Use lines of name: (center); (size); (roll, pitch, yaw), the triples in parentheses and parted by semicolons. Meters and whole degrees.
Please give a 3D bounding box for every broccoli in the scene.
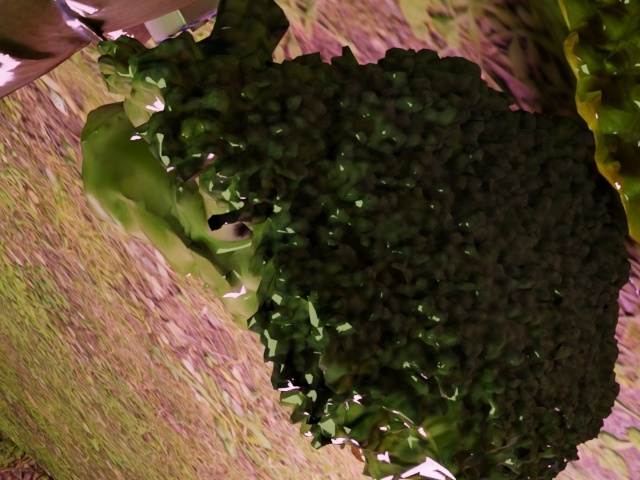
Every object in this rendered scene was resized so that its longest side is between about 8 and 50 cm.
broccoli: (0.013, 0.025, 0.935); (0.353, 0.275, 0.397); (61, 154, -3)

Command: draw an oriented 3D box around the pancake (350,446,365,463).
pancake: (0.075, 0.123, 1.256); (0.197, 0.054, 0.376); (50, 161, 7)

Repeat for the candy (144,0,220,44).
candy: (-0.115, -0.217, 1.046); (0.160, 0.073, 0.092); (56, 164, -10)

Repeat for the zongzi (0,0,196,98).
zongzi: (-0.229, -0.238, 0.835); (0.356, 0.393, 0.174); (60, -177, -11)

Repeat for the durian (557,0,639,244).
durian: (0.192, -0.006, 0.671); (0.351, 0.158, 0.169); (57, 171, -25)

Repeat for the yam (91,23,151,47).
yam: (-0.168, -0.204, 1.149); (0.084, 0.084, 0.127); (30, 164, 44)
